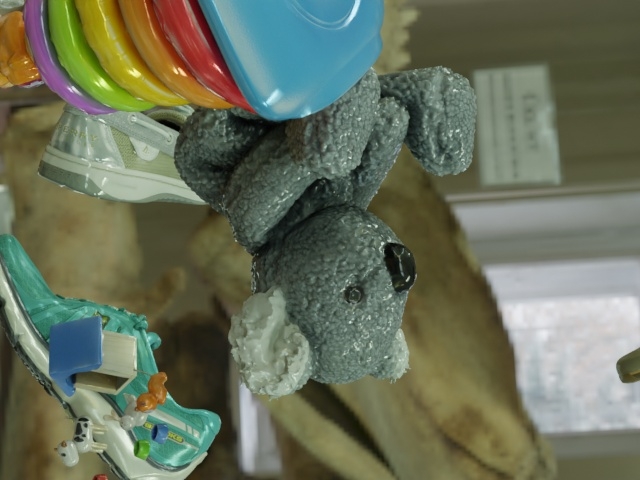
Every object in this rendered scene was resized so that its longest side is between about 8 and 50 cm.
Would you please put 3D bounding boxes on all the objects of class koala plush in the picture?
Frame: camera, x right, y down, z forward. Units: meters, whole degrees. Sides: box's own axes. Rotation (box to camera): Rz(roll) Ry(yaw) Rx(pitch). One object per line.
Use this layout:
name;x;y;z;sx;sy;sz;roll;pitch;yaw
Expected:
koala plush;0.000;0.000;1.039;0.196;0.203;0.221;-5;86;-55

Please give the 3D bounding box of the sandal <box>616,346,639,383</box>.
sandal;0.281;0.037;1.074;0.049;0.180;0.072;52;-6;7

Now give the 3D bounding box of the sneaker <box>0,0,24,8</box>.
sneaker;-0.350;-0.244;1.376;0.232;0.115;0.090;144;-74;-88

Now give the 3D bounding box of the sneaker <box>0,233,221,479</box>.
sneaker;-0.201;0.099;1.301;0.275;0.110;0.107;49;-15;6

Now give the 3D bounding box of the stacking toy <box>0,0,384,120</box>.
stacking toy;-0.125;-0.140;0.925;0.175;0.302;0.166;-50;121;-51

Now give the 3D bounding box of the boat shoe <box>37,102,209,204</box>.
boat shoe;-0.166;-0.100;1.484;0.320;0.118;0.103;-5;113;-64

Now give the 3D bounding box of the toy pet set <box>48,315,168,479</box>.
toy pet set;-0.171;0.116;1.103;0.122;0.065;0.114;-43;-137;45
